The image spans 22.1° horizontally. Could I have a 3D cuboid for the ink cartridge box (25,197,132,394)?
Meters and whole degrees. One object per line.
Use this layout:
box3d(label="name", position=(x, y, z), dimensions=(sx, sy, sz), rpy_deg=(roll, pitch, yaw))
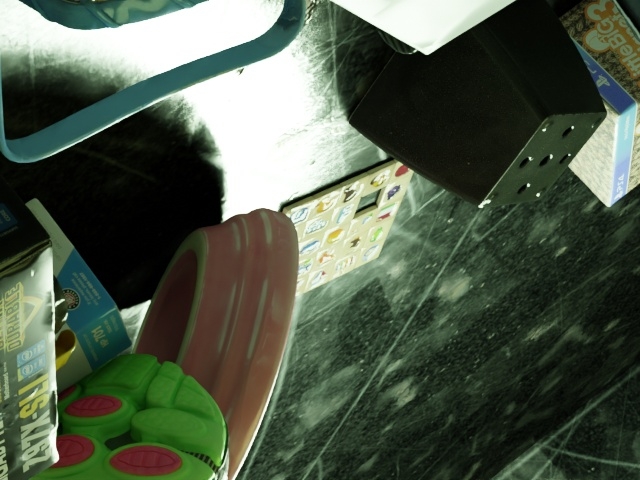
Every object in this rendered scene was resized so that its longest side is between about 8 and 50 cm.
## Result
box3d(label="ink cartridge box", position=(-0.281, 0.078, 1.408), dimensions=(0.190, 0.139, 0.082), rpy_deg=(-34, 155, -14))

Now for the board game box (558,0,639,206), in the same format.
box3d(label="board game box", position=(0.406, -0.218, 1.920), dimensions=(0.291, 0.141, 0.232), rpy_deg=(-37, 156, -9))

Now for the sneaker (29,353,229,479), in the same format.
box3d(label="sneaker", position=(-0.228, 0.239, 1.487), dimensions=(0.483, 0.202, 0.185), rpy_deg=(-19, -161, 47))

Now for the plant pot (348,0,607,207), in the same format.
box3d(label="plant pot", position=(0.180, -0.139, 1.691), dimensions=(0.187, 0.167, 0.188), rpy_deg=(-8, 140, -52))

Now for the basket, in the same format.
box3d(label="basket", position=(-0.121, -0.204, 1.074), dimensions=(0.255, 0.201, 0.289), rpy_deg=(-30, 145, -26))

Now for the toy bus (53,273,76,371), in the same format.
box3d(label="toy bus", position=(-0.312, 0.069, 1.266), dimensions=(0.149, 0.220, 0.211), rpy_deg=(-29, 161, -36))

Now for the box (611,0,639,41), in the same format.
box3d(label="box", position=(0.552, -0.298, 1.444), dimensions=(0.471, 0.297, 0.480), rpy_deg=(20, 126, -44))

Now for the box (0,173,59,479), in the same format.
box3d(label="box", position=(-0.278, -0.022, 1.010), dimensions=(0.079, 0.322, 0.257), rpy_deg=(-29, 155, -27))

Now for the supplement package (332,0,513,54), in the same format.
box3d(label="supplement package", position=(0.124, -0.292, 1.282), dimensions=(0.262, 0.145, 0.204), rpy_deg=(-30, 161, 20))

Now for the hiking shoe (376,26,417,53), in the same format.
box3d(label="hiking shoe", position=(0.139, -0.276, 1.518), dimensions=(0.227, 0.086, 0.114), rpy_deg=(-49, 169, 32))

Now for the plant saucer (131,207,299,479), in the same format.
box3d(label="plant saucer", position=(-0.123, 0.118, 1.598), dimensions=(0.084, 0.332, 0.332), rpy_deg=(19, 128, -16))

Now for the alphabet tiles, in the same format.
box3d(label="alphabet tiles", position=(0.000, 0.000, 1.864), dimensions=(0.237, 0.009, 0.198), rpy_deg=(-24, 152, -32))
